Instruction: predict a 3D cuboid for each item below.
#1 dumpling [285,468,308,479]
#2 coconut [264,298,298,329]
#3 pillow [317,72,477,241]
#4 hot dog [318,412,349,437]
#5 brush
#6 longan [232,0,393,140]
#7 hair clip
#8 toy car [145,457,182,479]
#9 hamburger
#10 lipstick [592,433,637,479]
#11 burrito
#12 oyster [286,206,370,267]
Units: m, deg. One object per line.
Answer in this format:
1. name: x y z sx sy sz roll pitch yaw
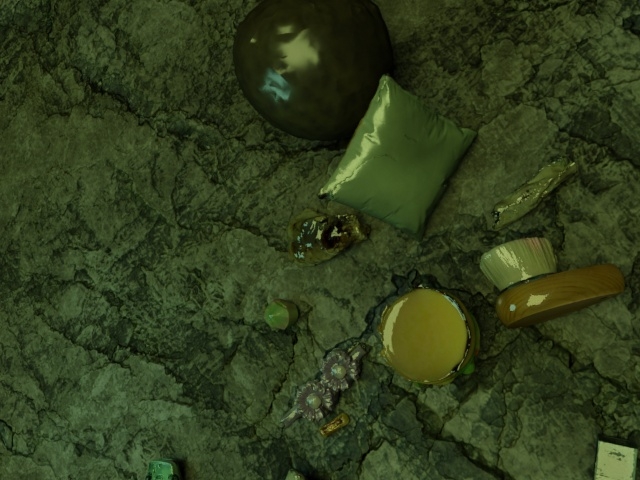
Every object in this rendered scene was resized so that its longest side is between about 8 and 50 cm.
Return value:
1. dumpling: -0.042 0.693 1.453 0.172 0.142 0.247 -47 49 47
2. coconut: -0.108 0.195 1.556 0.082 0.081 0.083 -13 88 36
3. pillow: 0.187 -0.180 1.367 0.312 0.310 0.119 -64 31 6
4. hot dog: 0.030 0.468 1.488 0.090 0.034 0.030 -37 70 17
5. brush: 0.489 0.076 1.258 0.266 0.174 0.166 -17 68 14
6. longan: -0.009 -0.431 1.408 0.391 0.391 0.391 -3 83 24
7. hair clip: 0.013 0.369 1.491 0.106 0.084 0.292 43 98 4
8. toy car: -0.426 0.721 1.646 0.090 0.076 0.224 -4 91 23
9. hamburger: 0.257 0.225 1.350 0.237 0.149 0.237 -8 74 27
10. lipstick: 0.585 0.594 1.200 0.076 0.079 0.372 6 88 24
11. burrito: 0.475 -0.106 1.337 0.229 0.058 0.063 -43 74 17
12. oyster: 0.006 -0.014 1.518 0.232 0.107 0.162 -6 90 26
